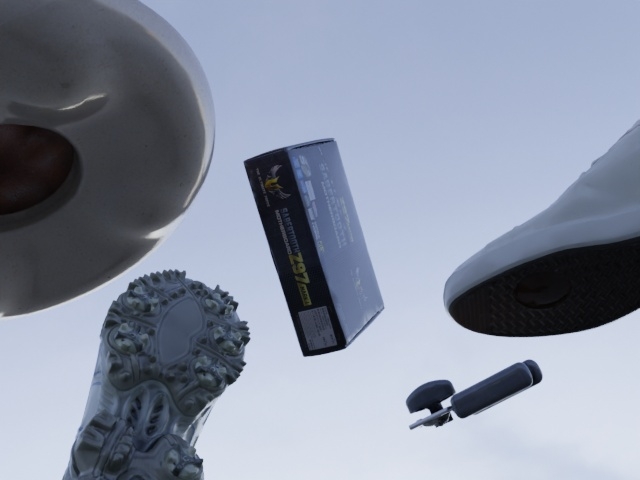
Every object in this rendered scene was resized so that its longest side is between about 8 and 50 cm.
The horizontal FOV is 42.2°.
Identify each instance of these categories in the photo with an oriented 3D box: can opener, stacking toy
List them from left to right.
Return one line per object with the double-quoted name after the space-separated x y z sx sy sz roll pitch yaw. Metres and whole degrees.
-0.328 -0.196 0.754 0.351 0.479 0.350 -20 -35 -14 "stacking toy"
0.262 0.269 1.498 0.076 0.095 0.283 -2 -28 -48 "can opener"

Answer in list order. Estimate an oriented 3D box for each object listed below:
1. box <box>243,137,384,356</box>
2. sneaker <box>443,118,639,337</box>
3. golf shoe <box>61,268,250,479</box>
0.000 0.000 0.980 0.059 0.183 0.232 -15 -86 19 "box"
0.229 -0.017 0.650 0.290 0.123 0.106 -23 -49 16 "sneaker"
-0.083 0.084 0.373 0.069 0.176 0.086 27 -58 -10 "golf shoe"
